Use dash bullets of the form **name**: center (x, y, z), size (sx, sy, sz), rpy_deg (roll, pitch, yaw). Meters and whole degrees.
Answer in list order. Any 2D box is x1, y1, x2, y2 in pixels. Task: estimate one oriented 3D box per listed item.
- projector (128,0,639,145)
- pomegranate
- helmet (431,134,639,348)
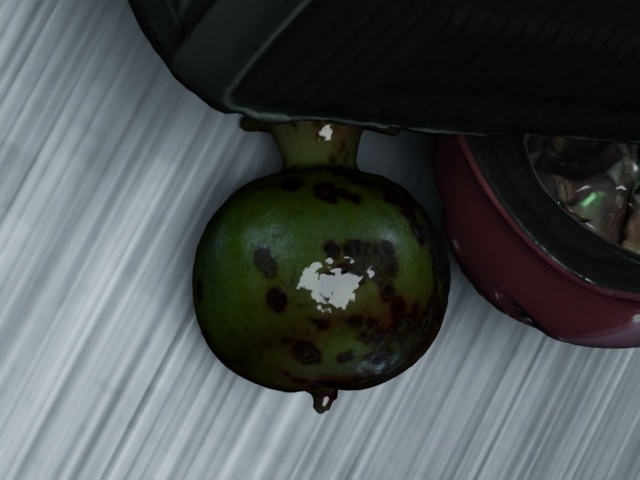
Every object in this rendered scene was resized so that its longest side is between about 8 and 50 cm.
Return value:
- **projector**: center (0.074, -0.254, 0.800), size (0.395, 0.242, 0.405), rpy_deg (1, 59, -42)
- **pomegranate**: center (0.001, 0.004, 0.962), size (0.149, 0.148, 0.169), rpy_deg (17, 60, -12)
- **helmet**: center (0.147, -0.023, 0.959), size (0.253, 0.154, 0.198), rpy_deg (-20, 71, -37)
